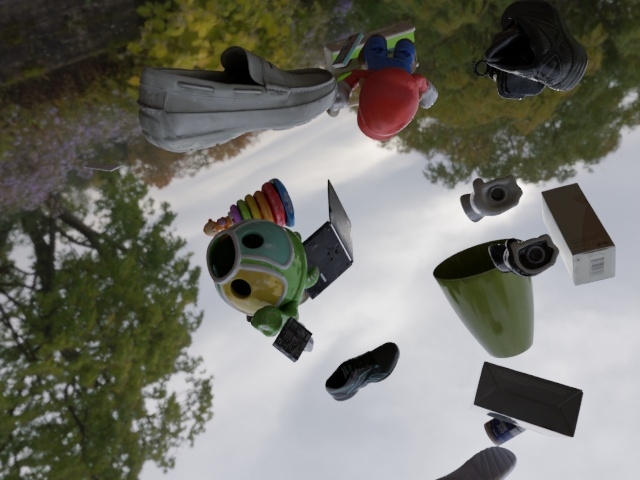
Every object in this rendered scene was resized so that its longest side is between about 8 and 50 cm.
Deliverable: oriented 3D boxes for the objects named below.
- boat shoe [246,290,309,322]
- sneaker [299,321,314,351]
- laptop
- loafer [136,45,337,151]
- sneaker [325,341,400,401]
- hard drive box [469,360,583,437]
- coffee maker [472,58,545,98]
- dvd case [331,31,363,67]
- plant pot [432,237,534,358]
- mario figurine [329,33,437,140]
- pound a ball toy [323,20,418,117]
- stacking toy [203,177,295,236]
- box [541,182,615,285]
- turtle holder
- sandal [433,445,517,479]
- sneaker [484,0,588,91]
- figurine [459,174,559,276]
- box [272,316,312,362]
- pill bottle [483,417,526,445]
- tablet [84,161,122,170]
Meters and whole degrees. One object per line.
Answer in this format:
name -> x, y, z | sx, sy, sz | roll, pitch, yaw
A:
boat shoe -> -0.152, 0.220, 1.826 | 0.285, 0.089, 0.105 | -27, -128, 46
sneaker -> -0.109, 0.360, 2.023 | 0.121, 0.217, 0.079 | 2, -120, 18
laptop -> 0.000, 0.000, 1.611 | 0.264, 0.234, 0.136 | -41, -130, -8
loafer -> -0.097, -0.208, 0.748 | 0.112, 0.112, 0.319 | 28, -142, 35
sneaker -> 0.130, 0.405, 1.697 | 0.267, 0.106, 0.101 | -39, -132, 3
hard drive box -> 0.403, 0.323, 1.098 | 0.181, 0.232, 0.089 | 15, -105, 19
coffee maker -> 0.507, -0.446, 1.463 | 0.171, 0.120, 0.178 | -16, -157, 20
dvd case -> 0.067, -0.479, 1.376 | 0.087, 0.013, 0.119 | -59, -161, 7
plant pot -> 0.512, 0.183, 1.601 | 0.274, 0.294, 0.275 | -23, -170, 4
mario figurine -> 0.129, -0.304, 1.138 | 0.198, 0.170, 0.321 | -18, -145, 24
pound a ball toy -> 0.141, -0.545, 1.726 | 0.318, 0.208, 0.136 | -19, -143, -6
stacking toy -> -0.247, -0.084, 1.817 | 0.301, 0.175, 0.165 | -21, -171, -13
box -> 0.802, -0.026, 1.712 | 0.121, 0.148, 0.311 | -15, -138, 13
turtle holder -> -0.166, 0.096, 1.384 | 0.243, 0.321, 0.227 | -15, 155, 37
sandal -> 0.277, 0.493, 1.038 | 0.265, 0.076, 0.102 | -22, -163, -22
sneaker -> 0.313, -0.326, 0.855 | 0.130, 0.087, 0.228 | 11, -134, -19
figurine -> 0.366, -0.026, 1.124 | 0.092, 0.215, 0.209 | -29, 175, -2
box -> -0.062, 0.223, 1.232 | 0.018, 0.067, 0.083 | -45, -171, 46
pill bottle -> 0.495, 0.481, 1.428 | 0.120, 0.067, 0.067 | -40, -166, 19
tablet -> -0.582, -0.199, 1.461 | 0.083, 0.006, 0.054 | 9, -155, 11
